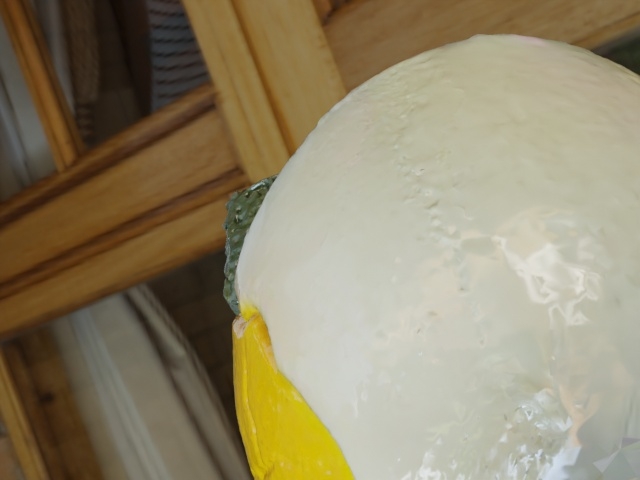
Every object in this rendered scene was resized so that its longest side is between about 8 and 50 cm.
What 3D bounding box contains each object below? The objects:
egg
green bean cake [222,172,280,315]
[{"bbox_3d":[0.113,0.075,0.506,0.337,0.337,0.201,-21,-163,-4],"label":"egg"},{"bbox_3d":[0.000,0.000,0.976,0.181,0.094,0.173,-19,-141,15],"label":"green bean cake"}]
